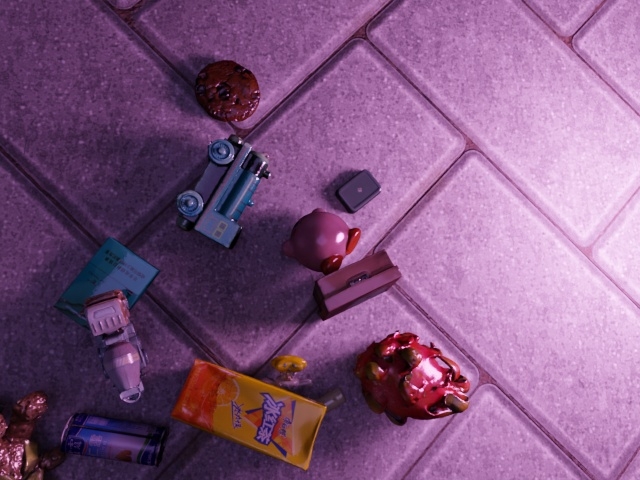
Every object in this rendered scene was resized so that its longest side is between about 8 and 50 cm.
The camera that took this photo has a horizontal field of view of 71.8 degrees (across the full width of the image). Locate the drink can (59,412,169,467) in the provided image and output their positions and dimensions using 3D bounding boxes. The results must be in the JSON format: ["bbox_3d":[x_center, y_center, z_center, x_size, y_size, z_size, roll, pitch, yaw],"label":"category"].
[{"bbox_3d":[-0.509,0.498,1.106,0.235,0.097,0.097,12,81,-7],"label":"drink can"}]

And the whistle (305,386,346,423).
[{"bbox_3d":[-0.050,0.478,1.185,0.258,0.067,0.126,-26,87,-12],"label":"whistle"}]

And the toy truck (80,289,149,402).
[{"bbox_3d":[-0.499,0.260,1.088,0.108,0.140,0.257,-17,102,-21],"label":"toy truck"}]

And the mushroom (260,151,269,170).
[{"bbox_3d":[-0.178,-0.210,1.279,0.049,0.019,0.101,26,84,-1],"label":"mushroom"}]

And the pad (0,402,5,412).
[{"bbox_3d":[-0.964,0.505,1.067,0.247,0.007,0.368,30,88,-2],"label":"pad"}]

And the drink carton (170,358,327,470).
[{"bbox_3d":[-0.172,0.429,1.106,0.351,0.111,0.155,18,69,8],"label":"drink carton"}]

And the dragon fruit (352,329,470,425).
[{"bbox_3d":[0.243,0.354,1.159,0.307,0.227,0.243,-12,89,-11],"label":"dragon fruit"}]

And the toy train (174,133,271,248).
[{"bbox_3d":[-0.262,-0.136,1.211,0.194,0.120,0.298,30,82,-10],"label":"toy train"}]

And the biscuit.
[{"bbox_3d":[-0.267,-0.433,1.281,0.192,0.049,0.192,2,81,-11],"label":"biscuit"}]

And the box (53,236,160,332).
[{"bbox_3d":[-0.563,0.126,1.173,0.160,0.042,0.226,35,80,-2],"label":"box"}]

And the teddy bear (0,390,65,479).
[{"bbox_3d":[-0.706,0.536,1.012,0.222,0.246,0.296,37,109,17],"label":"teddy bear"}]

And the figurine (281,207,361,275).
[{"bbox_3d":[0.000,0.000,1.203,0.173,0.173,0.173,1,83,-7],"label":"figurine"}]

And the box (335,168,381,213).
[{"bbox_3d":[0.113,-0.146,1.302,0.126,0.031,0.091,-37,88,-9],"label":"box"}]

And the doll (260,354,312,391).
[{"bbox_3d":[-0.098,0.366,1.200,0.135,0.071,0.113,-18,104,-3],"label":"doll"}]

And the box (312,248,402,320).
[{"bbox_3d":[0.085,0.123,1.175,0.215,0.215,0.086,-24,75,-9],"label":"box"}]
